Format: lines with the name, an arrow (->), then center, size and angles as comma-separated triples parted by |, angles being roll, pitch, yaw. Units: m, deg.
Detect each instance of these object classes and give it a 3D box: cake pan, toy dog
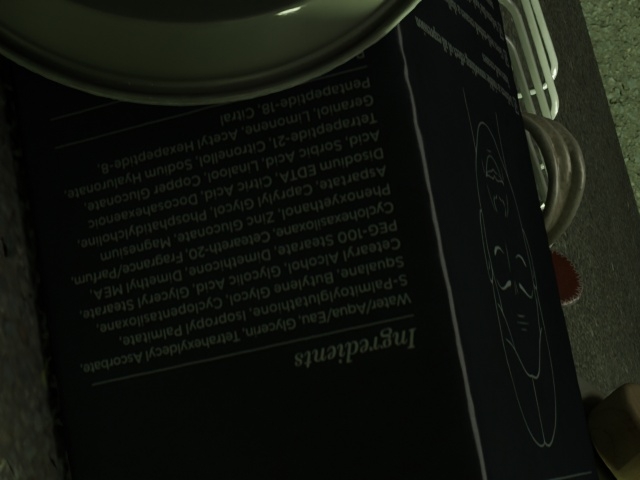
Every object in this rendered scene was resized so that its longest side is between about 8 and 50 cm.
cake pan -> -0.064, -0.208, 0.753 | 0.054, 0.293, 0.293 | 115, -33, -77
toy dog -> 0.130, 0.091, 1.118 | 0.161, 0.220, 0.334 | 11, 59, -65

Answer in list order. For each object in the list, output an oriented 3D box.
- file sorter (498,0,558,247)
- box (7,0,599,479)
file sorter -> 0.099, -0.119, 1.380 | 0.278, 0.173, 0.193 | -78, 150, -54
box -> 0.000, 0.000, 0.924 | 0.293, 0.212, 0.395 | 19, 59, -70
